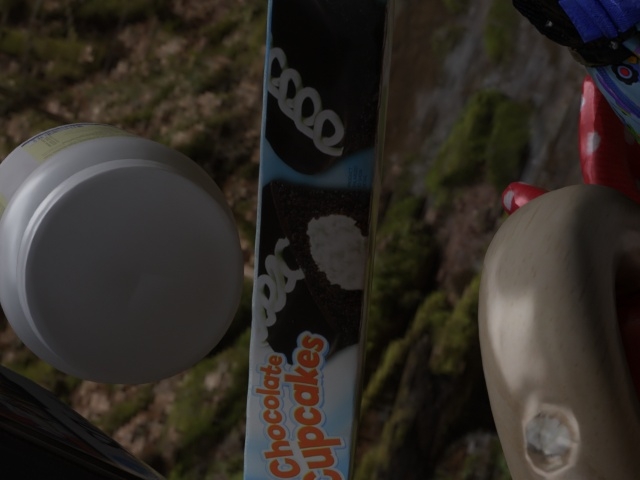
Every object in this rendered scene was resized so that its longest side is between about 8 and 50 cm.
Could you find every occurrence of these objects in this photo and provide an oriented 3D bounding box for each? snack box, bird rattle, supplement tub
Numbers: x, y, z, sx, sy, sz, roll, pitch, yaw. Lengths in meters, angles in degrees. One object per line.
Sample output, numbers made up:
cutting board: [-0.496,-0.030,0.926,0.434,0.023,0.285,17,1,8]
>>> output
snack box: [0.000,0.000,0.746,0.187,0.060,0.321,-77,-8,-70]
bird rattle: [0.116,0.054,0.423,0.143,0.207,0.253,-16,72,27]
supplement tub: [-0.212,0.009,1.376,0.235,0.235,0.325,-71,20,3]

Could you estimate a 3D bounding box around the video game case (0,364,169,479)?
video game case: [-0.179,0.022,0.419,0.035,0.275,0.248,-63,22,-8]

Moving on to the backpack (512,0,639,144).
backpack: [0.130,-0.080,0.343,0.158,0.173,0.117,-35,2,11]
